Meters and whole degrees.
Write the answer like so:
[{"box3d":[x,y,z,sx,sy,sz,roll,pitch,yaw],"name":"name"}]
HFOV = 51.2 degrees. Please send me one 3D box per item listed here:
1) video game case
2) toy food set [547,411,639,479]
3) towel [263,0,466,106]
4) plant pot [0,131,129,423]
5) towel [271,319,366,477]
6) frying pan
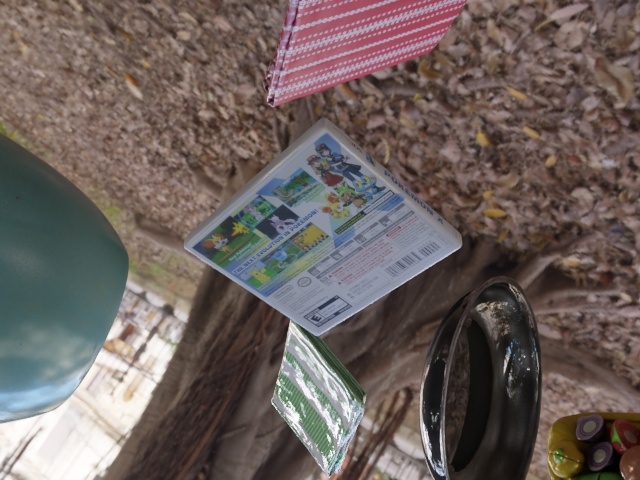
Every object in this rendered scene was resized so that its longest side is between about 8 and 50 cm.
[{"box3d":[0.000,0.000,1.052,0.300,0.036,0.329,37,126,-25],"name":"video game case"},{"box3d":[0.377,0.268,0.833,0.218,0.128,0.071,-12,143,39],"name":"toy food set"},{"box3d":[0.059,-0.212,0.523,0.031,0.199,0.275,62,160,13],"name":"towel"},{"box3d":[-0.330,0.040,0.631,0.235,0.292,0.293,30,168,-30],"name":"plant pot"},{"box3d":[-0.014,0.338,1.423,0.248,0.038,0.324,47,144,30],"name":"towel"},{"box3d":[0.160,0.173,0.576,0.053,0.197,0.326,1,134,37],"name":"frying pan"}]
